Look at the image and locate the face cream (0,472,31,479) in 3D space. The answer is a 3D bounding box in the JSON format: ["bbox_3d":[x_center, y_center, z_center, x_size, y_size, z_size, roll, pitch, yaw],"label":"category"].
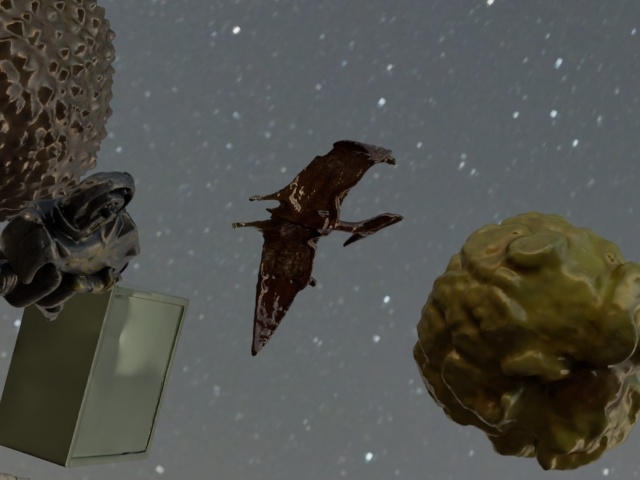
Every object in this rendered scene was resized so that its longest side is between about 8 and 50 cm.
[{"bbox_3d":[-0.350,0.242,1.265,0.115,0.020,0.038,15,1,-29],"label":"face cream"}]

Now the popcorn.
[{"bbox_3d":[0.194,0.092,1.084,0.217,0.181,0.235,4,-69,37],"label":"popcorn"}]

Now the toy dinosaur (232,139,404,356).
[{"bbox_3d":[-0.010,0.003,1.564,0.327,0.113,0.206,-36,-45,18],"label":"toy dinosaur"}]

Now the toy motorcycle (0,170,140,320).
[{"bbox_3d":[-0.194,0.012,0.927,0.061,0.124,0.193,57,-20,14],"label":"toy motorcycle"}]

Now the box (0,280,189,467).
[{"bbox_3d":[-0.291,0.162,1.596,0.117,0.225,0.225,14,-93,19],"label":"box"}]

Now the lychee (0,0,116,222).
[{"bbox_3d":[-0.461,-0.218,1.668,0.380,0.432,0.380,19,-25,9],"label":"lychee"}]
